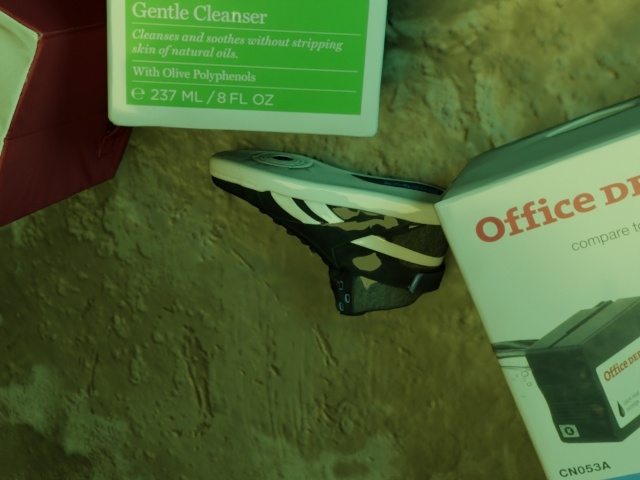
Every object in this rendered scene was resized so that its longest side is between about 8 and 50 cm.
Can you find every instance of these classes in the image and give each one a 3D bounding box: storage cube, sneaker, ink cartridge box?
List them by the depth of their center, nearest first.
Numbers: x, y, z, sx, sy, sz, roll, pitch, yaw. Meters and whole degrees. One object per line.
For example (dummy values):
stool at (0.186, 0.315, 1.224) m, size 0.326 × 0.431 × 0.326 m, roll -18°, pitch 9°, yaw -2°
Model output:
ink cartridge box at (0.250, 0.058, 0.692) m, size 0.223 × 0.129 × 0.307 m, roll -19°, pitch 100°, yaw 26°
storage cube at (-0.271, -0.147, 0.783) m, size 0.215 × 0.193 × 0.183 m, roll 32°, pitch 116°, yaw 9°
sneaker at (0.000, 0.000, 0.793) m, size 0.217 × 0.079 × 0.121 m, roll 14°, pitch 111°, yaw 14°

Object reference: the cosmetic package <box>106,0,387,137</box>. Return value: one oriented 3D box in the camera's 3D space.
cosmetic package at (-0.047, -0.270, 0.650) m, size 0.197 × 0.155 × 0.365 m, roll 1°, pitch 112°, yaw -4°
